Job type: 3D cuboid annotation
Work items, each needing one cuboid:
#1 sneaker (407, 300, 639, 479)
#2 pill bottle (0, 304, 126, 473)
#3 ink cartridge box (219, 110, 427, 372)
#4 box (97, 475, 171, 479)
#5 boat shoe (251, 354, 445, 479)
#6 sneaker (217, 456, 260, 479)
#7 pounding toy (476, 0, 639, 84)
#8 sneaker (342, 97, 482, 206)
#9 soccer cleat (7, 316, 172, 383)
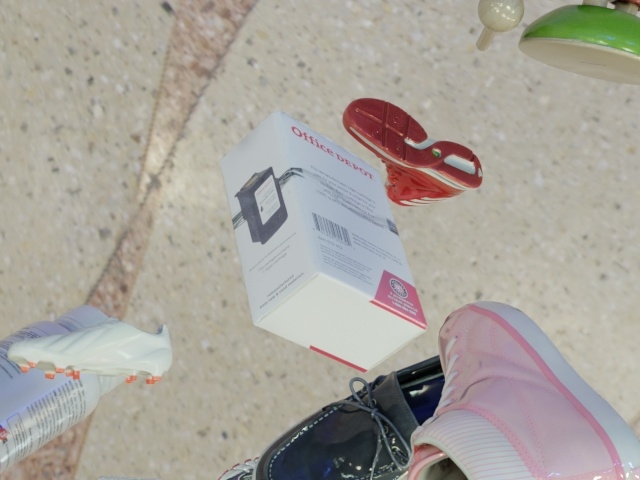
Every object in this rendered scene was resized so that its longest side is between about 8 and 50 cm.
[{"bbox_3d":[0.054,0.064,0.441,0.070,0.134,0.051,-14,114,-14],"label":"sneaker"},{"bbox_3d":[-0.419,0.213,1.745,0.283,0.160,0.160,-32,125,-40],"label":"pill bottle"},{"bbox_3d":[0.000,0.000,1.306,0.100,0.237,0.172,-39,135,26],"label":"ink cartridge box"},{"bbox_3d":[-0.149,0.273,1.155,0.101,0.102,0.087,25,65,-49],"label":"box"},{"bbox_3d":[0.117,0.295,1.964,0.500,0.186,0.156,-22,148,-2],"label":"boat shoe"},{"bbox_3d":[-0.051,0.470,2.211,0.299,0.112,0.120,9,133,-18],"label":"sneaker"},{"bbox_3d":[0.306,-0.263,1.420,0.237,0.183,0.110,15,90,7],"label":"pounding toy"},{"bbox_3d":[0.097,-0.101,1.635,0.221,0.087,0.128,28,142,-23],"label":"sneaker"},{"bbox_3d":[-0.271,0.126,1.445,0.196,0.068,0.076,7,73,-25],"label":"soccer cleat"}]
